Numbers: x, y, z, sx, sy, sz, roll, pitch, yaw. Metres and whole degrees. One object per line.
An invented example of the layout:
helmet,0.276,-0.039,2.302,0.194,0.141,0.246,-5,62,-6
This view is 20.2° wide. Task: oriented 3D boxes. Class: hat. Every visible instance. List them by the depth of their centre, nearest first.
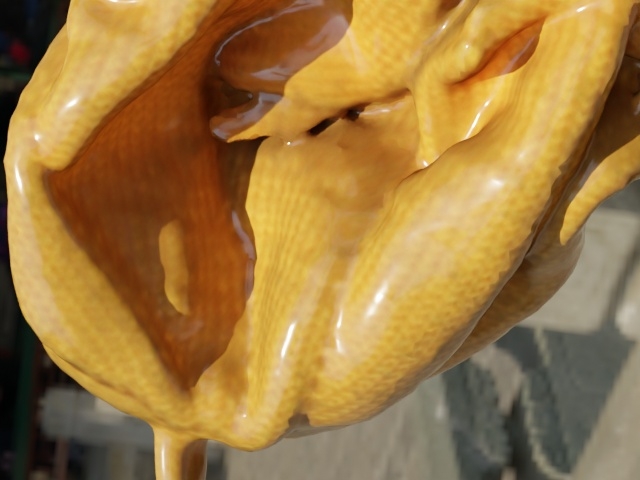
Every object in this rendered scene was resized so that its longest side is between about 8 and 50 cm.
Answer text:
hat,0.000,0.000,0.539,0.233,0.244,0.233,32,-103,-81
